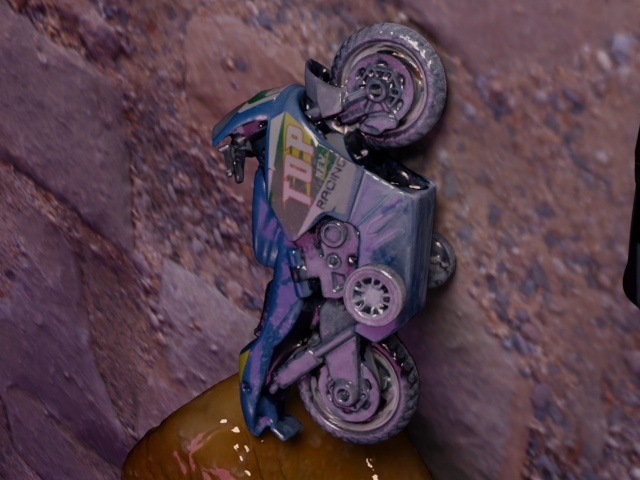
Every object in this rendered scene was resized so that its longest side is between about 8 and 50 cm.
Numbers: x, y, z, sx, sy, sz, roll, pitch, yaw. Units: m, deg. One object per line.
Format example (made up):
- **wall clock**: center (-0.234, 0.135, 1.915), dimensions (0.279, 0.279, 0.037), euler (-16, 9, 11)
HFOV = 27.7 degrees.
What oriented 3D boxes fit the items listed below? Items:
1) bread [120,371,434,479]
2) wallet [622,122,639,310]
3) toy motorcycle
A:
- **bread**: center (-0.009, 0.212, 0.883), dimensions (0.195, 0.176, 0.246), euler (-41, 74, 48)
- **wallet**: center (0.190, -0.037, 0.514), dimensions (0.170, 0.069, 0.231), euler (32, 139, 40)
- **toy motorcycle**: center (0.000, 0.000, 0.739), dimensions (0.135, 0.092, 0.255), euler (11, 109, 22)
